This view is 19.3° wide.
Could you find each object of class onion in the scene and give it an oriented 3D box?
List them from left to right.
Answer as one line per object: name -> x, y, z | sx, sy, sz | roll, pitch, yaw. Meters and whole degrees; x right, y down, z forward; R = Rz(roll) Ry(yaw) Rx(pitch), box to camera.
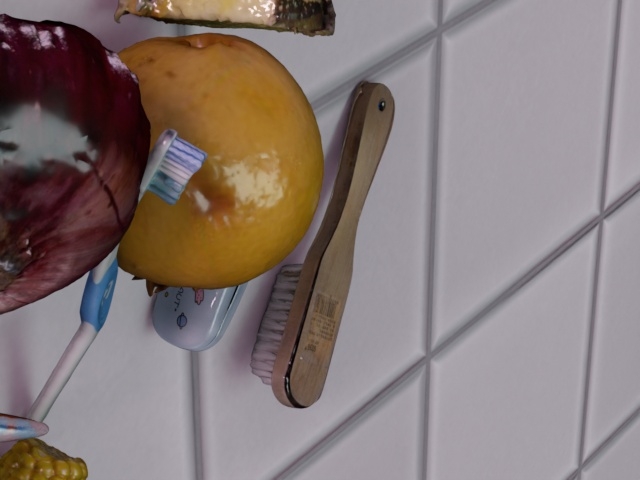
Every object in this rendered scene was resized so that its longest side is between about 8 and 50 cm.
onion -> -0.243, -0.063, 1.244 | 0.252, 0.219, 0.252 | -17, 154, -9

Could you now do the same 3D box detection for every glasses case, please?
glasses case -> -0.090, 0.010, 1.644 | 0.045, 0.067, 0.178 | 30, 82, -59

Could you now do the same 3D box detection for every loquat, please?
loquat -> -0.100, -0.059, 1.453 | 0.208, 0.208, 0.208 | -34, 135, -44

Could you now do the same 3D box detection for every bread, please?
bread -> -0.068, -0.210, 1.488 | 0.152, 0.147, 0.127 | 30, 69, -65

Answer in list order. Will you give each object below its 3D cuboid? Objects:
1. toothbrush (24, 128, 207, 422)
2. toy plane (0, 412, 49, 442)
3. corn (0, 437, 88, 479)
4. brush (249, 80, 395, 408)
toothbrush -> -0.171, 0.042, 1.410 | 0.040, 0.040, 0.386 | -36, 167, -43
toy plane -> -0.335, 0.110, 1.211 | 0.326, 0.104, 0.223 | 5, 99, -33
corn -> -0.274, 0.303, 1.498 | 0.106, 0.106, 0.305 | 39, 70, -58
brush -> 0.000, 0.000, 1.804 | 0.070, 0.065, 0.327 | 34, 69, -52
